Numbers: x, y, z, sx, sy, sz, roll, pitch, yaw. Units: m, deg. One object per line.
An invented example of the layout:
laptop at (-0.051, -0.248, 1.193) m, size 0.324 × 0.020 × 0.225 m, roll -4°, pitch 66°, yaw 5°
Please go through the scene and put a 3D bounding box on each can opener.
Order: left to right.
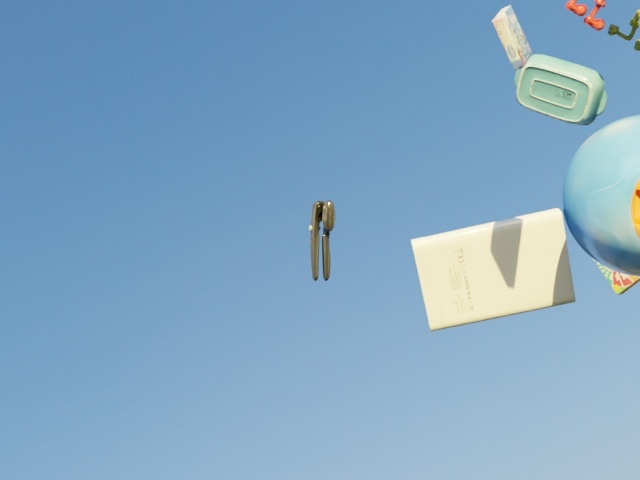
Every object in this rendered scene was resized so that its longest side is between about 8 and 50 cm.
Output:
can opener at (0.000, 0.000, 1.956) m, size 0.059 × 0.186 × 0.073 m, roll 6°, pitch 1°, yaw 2°

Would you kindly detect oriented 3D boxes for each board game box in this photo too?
board game box at (0.315, -0.333, 1.415) m, size 0.020 × 0.090 × 0.090 m, roll -21°, pitch 17°, yaw 30°
board game box at (0.814, 0.012, 2.432) m, size 0.039 × 0.259 × 0.124 m, roll -3°, pitch -34°, yaw -39°

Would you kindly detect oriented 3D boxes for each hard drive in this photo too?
hard drive at (0.360, 0.063, 1.797) m, size 0.307 × 0.040 × 0.203 m, roll -12°, pitch -73°, yaw 5°

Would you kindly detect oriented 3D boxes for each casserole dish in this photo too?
casserole dish at (0.449, -0.283, 1.645) m, size 0.037 × 0.188 × 0.114 m, roll -32°, pitch -41°, yaw -47°

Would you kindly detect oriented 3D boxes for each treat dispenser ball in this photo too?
treat dispenser ball at (0.578, -0.079, 1.534) m, size 0.288 × 0.288 × 0.288 m, roll -19°, pitch -35°, yaw -14°

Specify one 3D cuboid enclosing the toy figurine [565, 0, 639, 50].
toy figurine at (0.567, -0.439, 1.504) m, size 0.362 × 0.217 × 0.191 m, roll 25°, pitch -72°, yaw -22°
